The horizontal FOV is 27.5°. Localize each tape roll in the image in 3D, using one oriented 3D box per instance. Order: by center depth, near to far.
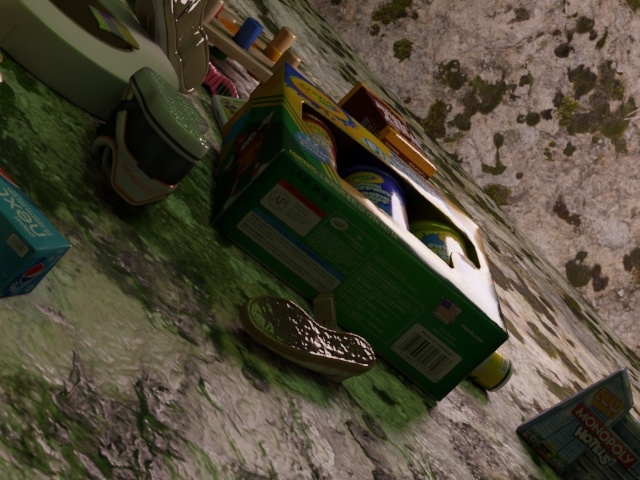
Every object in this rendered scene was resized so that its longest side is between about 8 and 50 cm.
[{"bbox_3d":[-0.372,-0.318,1.888,0.392,0.072,0.392,41,14,-13],"label":"tape roll"}]

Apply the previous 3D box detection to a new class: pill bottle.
[{"bbox_3d":[0.256,0.192,2.143,0.116,0.065,0.065,39,15,-20],"label":"pill bottle"}]

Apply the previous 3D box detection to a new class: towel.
[{"bbox_3d":[-0.299,-0.306,1.888,0.083,0.009,0.060,25,24,-49],"label":"towel"}]

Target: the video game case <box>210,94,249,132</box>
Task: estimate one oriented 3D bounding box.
[{"bbox_3d":[-0.069,-0.184,2.240,0.212,0.023,0.193,7,30,-21],"label":"video game case"}]

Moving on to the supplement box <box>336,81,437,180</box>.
[{"bbox_3d":[0.071,-0.141,2.325,0.129,0.191,0.194,38,16,-33],"label":"supplement box"}]

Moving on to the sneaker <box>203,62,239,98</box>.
[{"bbox_3d":[-0.180,-0.275,2.348,0.119,0.047,0.057,51,5,22],"label":"sneaker"}]

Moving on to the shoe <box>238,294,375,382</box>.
[{"bbox_3d":[-0.024,0.129,1.609,0.219,0.058,0.076,26,42,-39],"label":"shoe"}]

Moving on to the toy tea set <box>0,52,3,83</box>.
[{"bbox_3d":[-0.441,-0.286,1.498,0.336,0.124,0.200,49,15,21],"label":"toy tea set"}]

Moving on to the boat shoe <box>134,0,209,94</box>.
[{"bbox_3d":[-0.243,-0.369,2.066,0.103,0.302,0.113,27,47,21],"label":"boat shoe"}]

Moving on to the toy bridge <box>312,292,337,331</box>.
[{"bbox_3d":[0.008,0.104,1.740,0.188,0.026,0.063,22,62,-88],"label":"toy bridge"}]

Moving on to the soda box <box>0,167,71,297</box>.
[{"bbox_3d":[-0.335,-0.045,1.222,0.210,0.067,0.071,47,15,10],"label":"soda box"}]

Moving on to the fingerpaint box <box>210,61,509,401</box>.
[{"bbox_3d":[0.061,-0.025,1.986,0.445,0.163,0.371,39,20,-18],"label":"fingerpaint box"}]

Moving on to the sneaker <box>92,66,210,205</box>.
[{"bbox_3d":[-0.222,-0.133,1.672,0.126,0.127,0.321,42,7,-14],"label":"sneaker"}]

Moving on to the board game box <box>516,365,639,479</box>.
[{"bbox_3d":[0.451,0.305,2.092,0.194,0.194,0.060,46,15,11],"label":"board game box"}]

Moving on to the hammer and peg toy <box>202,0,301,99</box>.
[{"bbox_3d":[-0.205,-0.415,2.503,0.361,0.127,0.266,35,16,-18],"label":"hammer and peg toy"}]
